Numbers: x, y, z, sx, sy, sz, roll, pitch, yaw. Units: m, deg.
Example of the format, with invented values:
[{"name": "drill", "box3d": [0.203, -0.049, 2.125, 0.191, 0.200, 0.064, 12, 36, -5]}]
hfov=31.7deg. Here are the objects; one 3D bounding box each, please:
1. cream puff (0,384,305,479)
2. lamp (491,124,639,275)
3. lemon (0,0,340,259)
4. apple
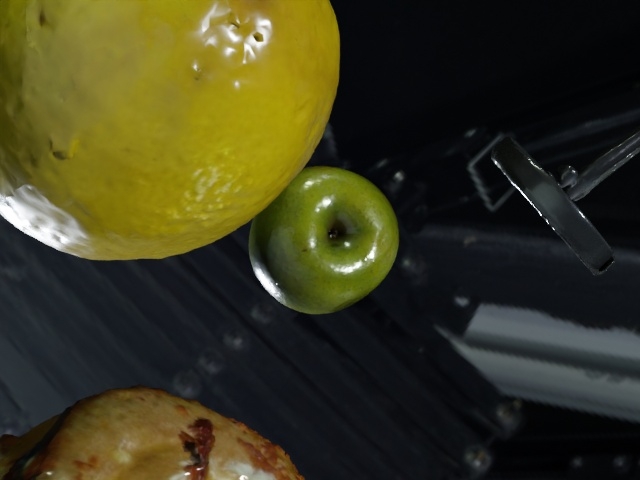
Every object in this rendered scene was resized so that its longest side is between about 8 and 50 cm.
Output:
[{"name": "cream puff", "box3d": [-0.108, 0.204, 0.690, 0.240, 0.240, 0.164, 46, -56, 1]}, {"name": "lamp", "box3d": [0.288, -0.107, 0.795, 0.130, 0.371, 0.108, 51, -11, 14]}, {"name": "lemon", "box3d": [-0.109, -0.104, 0.693, 0.263, 0.236, 0.236, -1, -60, 36]}, {"name": "apple", "box3d": [0.000, 0.000, 1.462, 0.196, 0.196, 0.157, 46, -24, 1]}]
